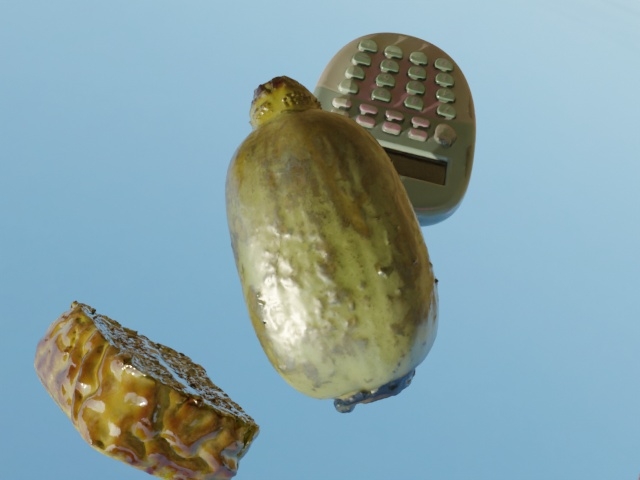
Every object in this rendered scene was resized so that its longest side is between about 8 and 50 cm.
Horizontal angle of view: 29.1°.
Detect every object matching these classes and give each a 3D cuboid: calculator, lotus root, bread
[{"bbox_3d":[0.072,-0.106,1.311,0.185,0.041,0.299,13,-123,-3],"label":"calculator"},{"bbox_3d":[0.000,0.000,1.114,0.173,0.173,0.309,-18,-92,-51],"label":"lotus root"},{"bbox_3d":[-0.172,0.149,1.175,0.181,0.096,0.222,30,-179,-32],"label":"bread"}]

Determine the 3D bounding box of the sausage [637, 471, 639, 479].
[{"bbox_3d":[0.131,0.130,0.462,0.043,0.043,0.186,24,-144,7],"label":"sausage"}]
